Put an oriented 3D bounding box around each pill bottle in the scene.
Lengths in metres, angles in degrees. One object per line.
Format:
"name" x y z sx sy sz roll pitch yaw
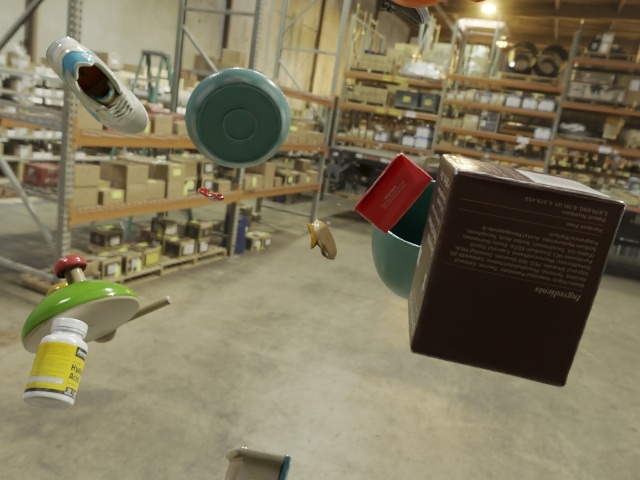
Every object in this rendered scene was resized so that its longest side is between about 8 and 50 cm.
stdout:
"pill bottle" -0.365 0.171 0.751 0.065 0.116 0.065 1 -31 1

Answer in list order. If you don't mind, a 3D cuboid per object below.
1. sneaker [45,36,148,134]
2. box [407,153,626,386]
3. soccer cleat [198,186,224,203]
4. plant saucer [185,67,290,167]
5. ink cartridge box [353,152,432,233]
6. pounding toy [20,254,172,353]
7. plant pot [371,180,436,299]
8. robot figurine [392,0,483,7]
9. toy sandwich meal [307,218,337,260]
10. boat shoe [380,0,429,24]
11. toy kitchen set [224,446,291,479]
"sneaker" -0.387 -0.256 0.968 0.092 0.087 0.229 41 -4 29
"box" 0.202 0.022 0.610 0.167 0.203 0.168 12 15 5
"soccer cleat" -0.317 -0.127 1.544 0.083 0.035 0.029 16 50 -37
"plant saucer" -0.245 -0.354 1.615 0.317 0.317 0.044 5 32 -15
"ink cartridge box" 0.144 -0.090 1.027 0.078 0.134 0.231 40 13 5
"pounding toy" -0.397 0.097 0.906 0.183 0.110 0.237 -32 -16 10
"plant pot" 0.265 0.017 1.409 0.293 0.235 0.293 4 41 -3
"robot figurine" 0.052 -0.260 0.398 0.158 0.128 0.219 -34 61 -13
"toy sandwich meal" 0.000 0.000 0.949 0.029 0.085 0.085 -24 3 18
"boat shoe" 0.173 -0.618 1.353 0.228 0.076 0.080 44 3 -7
"toy kitchen set" -0.098 0.350 0.635 0.122 0.166 0.207 26 -35 -16
